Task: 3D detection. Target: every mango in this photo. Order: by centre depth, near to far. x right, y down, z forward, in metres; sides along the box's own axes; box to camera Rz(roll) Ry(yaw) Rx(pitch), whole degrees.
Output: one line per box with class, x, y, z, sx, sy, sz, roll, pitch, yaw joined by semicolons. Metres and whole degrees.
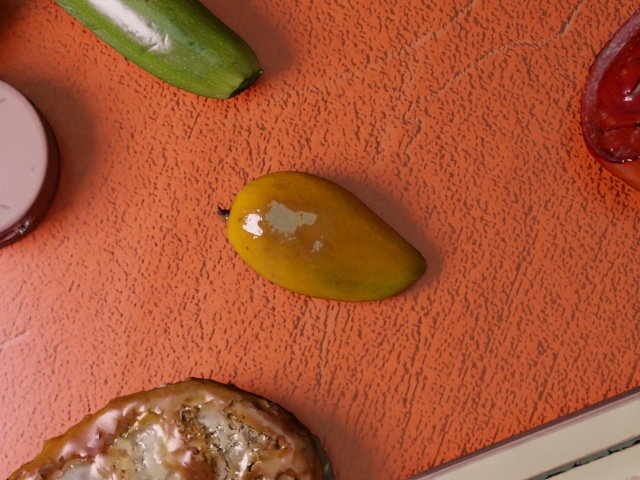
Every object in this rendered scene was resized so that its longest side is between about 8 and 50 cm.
mango;0.000;0.000;1.566;0.187;0.066;0.101;24;87;-4

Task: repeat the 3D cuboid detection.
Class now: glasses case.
glasses case;0.217;0.176;1.503;0.313;0.131;0.070;-22;85;0

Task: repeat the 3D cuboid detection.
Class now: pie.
pie;-0.116;0.247;1.534;0.308;0.085;0.308;0;87;-2

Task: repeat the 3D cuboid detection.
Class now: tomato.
tomato;0.343;-0.115;1.510;0.233;0.139;0.200;4;62;44

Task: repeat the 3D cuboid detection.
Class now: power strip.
power strip;-0.300;-0.065;1.575;0.154;0.078;0.154;0;84;-1

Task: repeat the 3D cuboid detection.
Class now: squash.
squash;-0.178;-0.216;1.583;0.292;0.082;0.082;40;87;5
